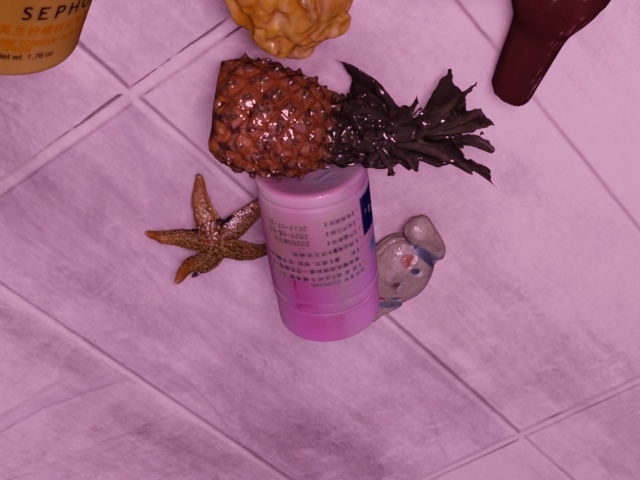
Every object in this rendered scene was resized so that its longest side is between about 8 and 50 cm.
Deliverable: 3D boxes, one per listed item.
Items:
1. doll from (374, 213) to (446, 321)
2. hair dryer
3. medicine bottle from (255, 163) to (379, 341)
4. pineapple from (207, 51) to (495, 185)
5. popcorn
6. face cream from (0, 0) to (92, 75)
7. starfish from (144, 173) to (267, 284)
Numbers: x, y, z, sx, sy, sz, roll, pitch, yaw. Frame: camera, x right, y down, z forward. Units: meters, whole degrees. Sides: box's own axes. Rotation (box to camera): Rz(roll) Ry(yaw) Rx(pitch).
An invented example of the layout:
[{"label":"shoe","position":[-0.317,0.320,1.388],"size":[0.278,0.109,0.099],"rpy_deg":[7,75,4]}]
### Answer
[{"label":"doll","position":[0.113,0.045,1.675],"size":[0.104,0.071,0.214],"rpy_deg":[15,125,-27]},{"label":"hair dryer","position":[0.173,-0.277,1.295],"size":[0.341,0.123,0.312],"rpy_deg":[-4,145,-23]},{"label":"medicine bottle","position":[0.000,0.000,1.546],"size":[0.152,0.152,0.254],"rpy_deg":[-7,128,2]},{"label":"pineapple","position":[0.045,-0.146,1.416],"size":[0.365,0.165,0.165],"rpy_deg":[4,134,-3]},{"label":"popcorn","position":[-0.035,-0.293,1.289],"size":[0.163,0.140,0.194],"rpy_deg":[-5,136,7]},{"label":"face cream","position":[-0.339,-0.310,1.188],"size":[0.218,0.218,0.179],"rpy_deg":[15,132,-18]},{"label":"starfish","position":[-0.152,-0.021,1.606],"size":[0.208,0.053,0.175],"rpy_deg":[-17,120,7]}]
